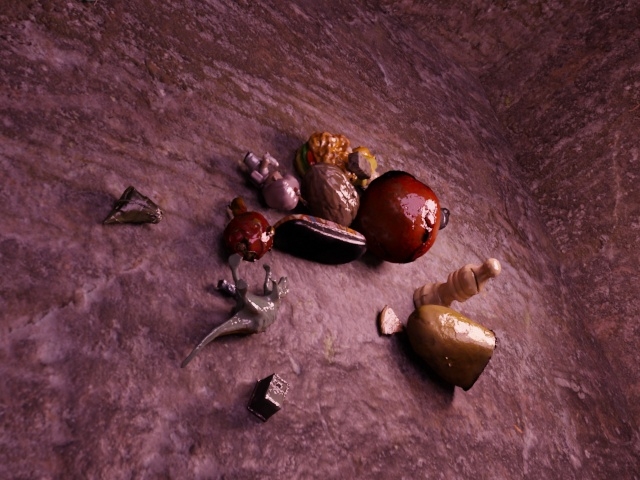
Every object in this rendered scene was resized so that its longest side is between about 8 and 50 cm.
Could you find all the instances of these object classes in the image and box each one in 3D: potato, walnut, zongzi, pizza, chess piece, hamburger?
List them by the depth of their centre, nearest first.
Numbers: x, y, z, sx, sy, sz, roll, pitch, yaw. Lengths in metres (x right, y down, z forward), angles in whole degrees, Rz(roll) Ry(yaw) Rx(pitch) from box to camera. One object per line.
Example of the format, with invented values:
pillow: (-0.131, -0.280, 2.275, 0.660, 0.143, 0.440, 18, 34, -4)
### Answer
zongzi: (-0.418, -0.050, 1.319, 0.109, 0.055, 0.119, 38, 49, -22)
pizza: (0.203, 0.257, 1.766, 0.100, 0.029, 0.099, 51, 43, 3)
walnut: (0.025, -0.141, 1.777, 0.178, 0.178, 0.230, -83, 151, -46)
potato: (0.379, 0.305, 1.791, 0.266, 0.229, 0.229, 29, 38, -5)
chess piece: (0.453, 0.144, 1.897, 0.138, 0.307, 0.124, -14, 71, -52)
hamburger: (0.035, -0.266, 1.933, 0.237, 0.149, 0.237, 28, 41, -28)

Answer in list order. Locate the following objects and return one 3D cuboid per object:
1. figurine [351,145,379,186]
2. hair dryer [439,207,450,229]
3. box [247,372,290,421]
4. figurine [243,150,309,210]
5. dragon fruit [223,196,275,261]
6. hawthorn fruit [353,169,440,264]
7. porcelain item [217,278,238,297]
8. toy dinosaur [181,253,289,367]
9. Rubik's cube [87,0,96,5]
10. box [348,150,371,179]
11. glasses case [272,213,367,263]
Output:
figurine: (0.171, -0.221, 2.070, 0.246, 0.131, 0.156, 51, 1, 1)
hair dryer: (0.417, -0.163, 2.338, 0.272, 0.091, 0.235, 51, 25, 6)
box: (-0.112, 0.346, 1.296, 0.060, 0.063, 0.085, 42, 37, -14)
figurine: (-0.134, -0.162, 1.682, 0.229, 0.137, 0.112, 44, 67, -5)
dragon fruit: (-0.194, -0.037, 1.510, 0.246, 0.125, 0.125, 59, 0, 45)
hawthorn fruit: (0.256, -0.080, 1.901, 0.316, 0.316, 0.316, 29, 41, -29)
porcelain item: (-0.210, 0.121, 1.412, 0.083, 0.028, 0.036, 34, 3, -28)
toy dinosaur: (-0.175, 0.155, 1.343, 0.393, 0.092, 0.206, -58, 144, -45)
Rubik's cube: (-0.643, -0.695, 1.611, 0.084, 0.075, 0.073, 10, 34, -25)
box: (0.126, -0.239, 1.871, 0.098, 0.045, 0.062, 29, 55, -55)
glasses case: (0.000, 0.000, 1.677, 0.321, 0.122, 0.082, 16, 49, -40)
